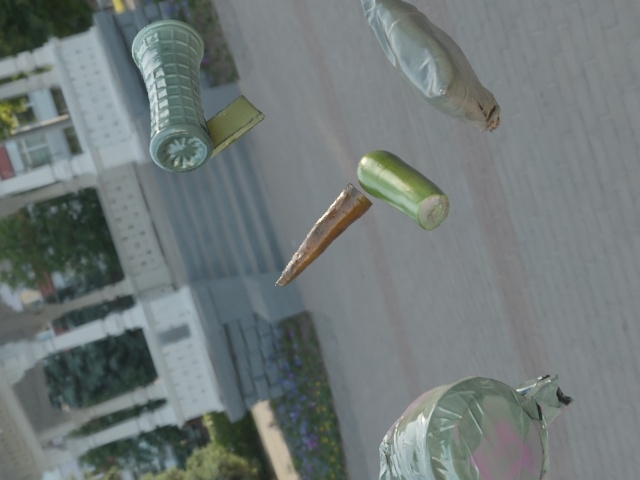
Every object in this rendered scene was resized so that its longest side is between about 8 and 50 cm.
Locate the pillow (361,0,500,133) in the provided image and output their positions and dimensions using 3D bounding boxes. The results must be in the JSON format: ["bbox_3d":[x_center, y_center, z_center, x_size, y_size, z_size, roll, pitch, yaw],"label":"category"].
[{"bbox_3d":[0.133,-0.205,1.089,0.173,0.067,0.270,54,-164,17],"label":"pillow"}]

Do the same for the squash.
[{"bbox_3d":[0.132,-0.083,1.502,0.250,0.083,0.083,-135,28,-58],"label":"squash"}]

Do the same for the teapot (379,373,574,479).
[{"bbox_3d":[0.164,0.227,1.085,0.163,0.221,0.178,38,150,-12],"label":"teapot"}]

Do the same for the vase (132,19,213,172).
[{"bbox_3d":[-0.271,-0.264,1.737,0.143,0.143,0.298,84,174,-50],"label":"vase"}]

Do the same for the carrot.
[{"bbox_3d":[0.000,0.000,1.606,0.057,0.224,0.057,39,-169,-9],"label":"carrot"}]

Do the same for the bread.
[{"bbox_3d":[-0.182,-0.206,1.739,0.068,0.154,0.028,46,170,30],"label":"bread"}]
